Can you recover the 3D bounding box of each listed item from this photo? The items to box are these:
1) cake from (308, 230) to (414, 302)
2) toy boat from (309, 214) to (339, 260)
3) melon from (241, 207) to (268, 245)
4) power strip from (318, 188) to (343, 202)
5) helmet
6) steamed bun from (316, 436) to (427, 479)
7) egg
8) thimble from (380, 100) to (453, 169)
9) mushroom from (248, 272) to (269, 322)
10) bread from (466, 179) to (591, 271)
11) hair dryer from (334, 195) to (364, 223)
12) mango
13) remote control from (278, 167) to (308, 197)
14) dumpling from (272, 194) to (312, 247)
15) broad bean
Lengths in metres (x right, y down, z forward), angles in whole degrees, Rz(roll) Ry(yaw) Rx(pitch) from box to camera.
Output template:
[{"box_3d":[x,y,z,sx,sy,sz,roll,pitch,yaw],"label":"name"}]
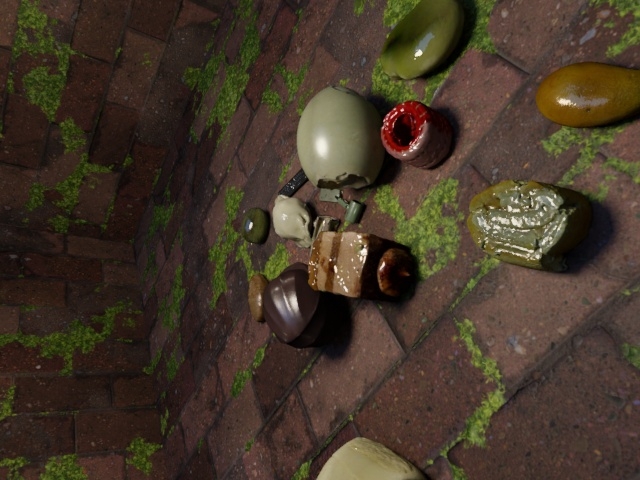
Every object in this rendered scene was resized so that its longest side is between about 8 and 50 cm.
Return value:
[{"box_3d":[0.124,0.082,1.351,0.293,0.198,0.196,9,86,53],"label":"cake"},{"box_3d":[0.000,0.000,1.647,0.066,0.084,0.210,51,132,52],"label":"toy boat"},{"box_3d":[-0.285,-0.059,2.009,0.114,0.114,0.168,7,84,54],"label":"melon"},{"box_3d":[0.033,-0.164,1.680,0.136,0.019,0.051,12,93,54],"label":"power strip"},{"box_3d":[-0.089,0.210,1.479,0.225,0.177,0.305,-49,66,22],"label":"helmet"},{"box_3d":[0.109,0.663,1.164,0.290,0.272,0.274,-4,78,50],"label":"steamed bun"},{"box_3d":[0.064,-0.327,1.459,0.278,0.278,0.336,-17,70,51],"label":"egg"},{"box_3d":[0.270,-0.296,1.302,0.163,0.125,0.190,-60,40,21],"label":"thimble"},{"box_3d":[-0.251,0.231,1.927,0.094,0.072,0.210,-17,68,41],"label":"mushroom"},{"box_3d":[0.435,-0.034,1.012,0.257,0.124,0.186,6,87,56],"label":"bread"},{"box_3d":[0.084,-0.119,1.571,0.150,0.047,0.071,43,117,47],"label":"hair dryer"},{"box_3d":[0.553,-0.296,0.945,0.227,0.099,0.136,16,88,46],"label":"mango"},{"box_3d":[-0.099,-0.230,1.873,0.245,0.025,0.063,-38,54,42],"label":"remote control"},{"box_3d":[-0.104,-0.062,1.756,0.258,0.147,0.193,39,144,45],"label":"dumpling"},{"box_3d":[0.290,-0.581,1.353,0.291,0.119,0.238,-29,50,44],"label":"broad bean"}]
